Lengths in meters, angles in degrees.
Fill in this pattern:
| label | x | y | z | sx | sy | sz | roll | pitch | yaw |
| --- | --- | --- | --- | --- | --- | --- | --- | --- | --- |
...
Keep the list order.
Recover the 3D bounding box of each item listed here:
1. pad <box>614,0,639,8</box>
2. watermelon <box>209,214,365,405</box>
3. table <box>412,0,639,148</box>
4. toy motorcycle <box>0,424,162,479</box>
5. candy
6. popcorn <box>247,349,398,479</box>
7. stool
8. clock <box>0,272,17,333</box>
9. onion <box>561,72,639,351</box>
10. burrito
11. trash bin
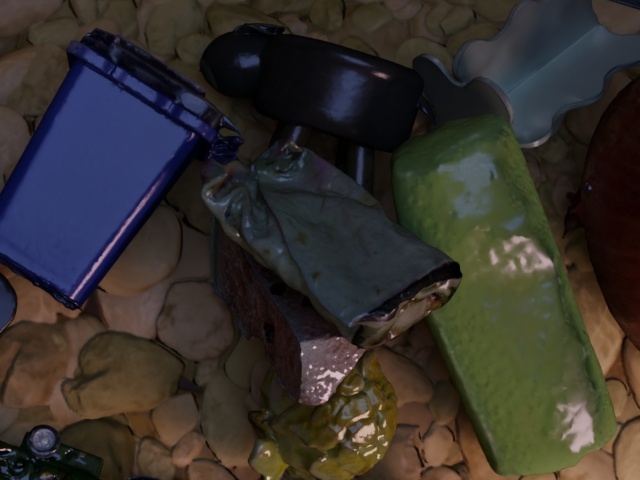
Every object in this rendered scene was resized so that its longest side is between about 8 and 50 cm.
| label | x | y | z | sx | sy | sz | roll | pitch | yaw |
| --- | --- | --- | --- | --- | --- | --- | --- | --- | --- |
| pad | 0.374 | -0.359 | 1.730 | 0.170 | 0.006 | 0.245 | 17 | 76 | -7 |
| watermelon | -0.014 | 0.055 | 1.483 | 0.154 | 0.241 | 0.094 | 0 | 124 | -11 |
| table | 0.215 | -0.168 | 1.596 | 0.198 | 0.166 | 0.166 | -38 | 87 | -22 |
| toy motorcycle | -0.271 | 0.264 | 1.446 | 0.275 | 0.125 | 0.187 | 22 | 65 | -1 |
| candy | 0.168 | 0.056 | 1.510 | 0.142 | 0.132 | 0.343 | -18 | 103 | 13 |
| popcorn | 0.004 | 0.160 | 1.503 | 0.162 | 0.135 | 0.141 | -12 | 98 | -21 |
| stool | -0.006 | -0.127 | 1.563 | 0.228 | 0.153 | 0.139 | 19 | 94 | 37 |
| clock | -0.463 | 0.064 | 1.486 | 0.279 | 0.049 | 0.273 | 41 | 75 | 0 |
| onion | 0.407 | -0.025 | 1.536 | 0.354 | 0.353 | 0.353 | 2 | 79 | -9 |
| burrito | 0.000 | 0.000 | 1.426 | 0.229 | 0.089 | 0.144 | 40 | 44 | 24 |
| trash bin | -0.202 | -0.056 | 1.502 | 0.184 | 0.162 | 0.234 | 33 | 81 | -2 |
